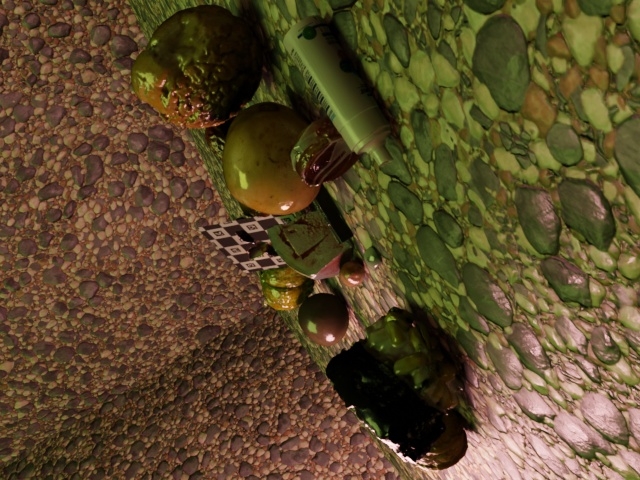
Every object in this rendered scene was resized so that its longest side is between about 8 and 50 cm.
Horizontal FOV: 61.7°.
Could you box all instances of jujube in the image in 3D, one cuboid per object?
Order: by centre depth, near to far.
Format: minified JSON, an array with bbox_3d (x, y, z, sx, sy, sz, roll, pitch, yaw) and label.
[{"bbox_3d":[-0.324,-0.359,1.986,0.236,0.168,0.168,52,165,13],"label":"jujube"}]

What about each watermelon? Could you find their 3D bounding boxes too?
[{"bbox_3d":[0.000,0.000,1.685,0.261,0.201,0.213,-2,-131,-56],"label":"watermelon"}]

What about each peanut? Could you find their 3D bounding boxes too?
[{"bbox_3d":[0.094,0.105,1.636,0.076,0.076,0.152,57,171,10],"label":"peanut"}]

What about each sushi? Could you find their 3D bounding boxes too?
[{"bbox_3d":[0.212,0.368,1.383,0.329,0.285,0.328,50,170,-30],"label":"sushi"},{"bbox_3d":[-0.195,-0.011,1.892,0.359,0.342,0.064,54,-149,-55],"label":"sushi"}]

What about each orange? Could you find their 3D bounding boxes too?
[{"bbox_3d":[-0.138,0.132,2.188,0.300,0.223,0.302,126,136,-61],"label":"orange"}]

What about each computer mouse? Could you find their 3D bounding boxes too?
[{"bbox_3d":[0.137,0.057,1.472,0.056,0.032,0.110,56,166,15],"label":"computer mouse"}]

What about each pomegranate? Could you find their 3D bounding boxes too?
[{"bbox_3d":[-0.121,-0.209,1.367,0.307,0.307,0.307,54,165,21],"label":"pomegranate"}]

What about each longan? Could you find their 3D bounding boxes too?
[{"bbox_3d":[0.012,0.298,2.071,0.220,0.196,0.197,42,158,47],"label":"longan"}]

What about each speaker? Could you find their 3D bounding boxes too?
[{"bbox_3d":[0.026,-0.081,1.555,0.191,0.046,0.040,59,165,2],"label":"speaker"}]

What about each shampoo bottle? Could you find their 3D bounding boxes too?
[{"bbox_3d":[0.044,-0.271,1.006,0.303,0.092,0.092,58,166,6],"label":"shampoo bottle"}]

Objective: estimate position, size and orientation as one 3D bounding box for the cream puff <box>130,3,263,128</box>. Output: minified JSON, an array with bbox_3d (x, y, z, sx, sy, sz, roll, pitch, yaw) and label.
[{"bbox_3d":[-0.296,-0.427,1.383,0.231,0.343,0.327,48,139,8],"label":"cream puff"}]

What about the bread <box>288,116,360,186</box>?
[{"bbox_3d":[0.011,-0.194,1.159,0.073,0.160,0.160,57,167,26],"label":"bread"}]

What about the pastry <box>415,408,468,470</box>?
[{"bbox_3d":[0.325,0.557,1.534,0.188,0.188,0.103,37,149,57],"label":"pastry"}]

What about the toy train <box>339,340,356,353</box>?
[{"bbox_3d":[0.194,0.479,1.890,0.296,0.160,0.101,48,153,31],"label":"toy train"}]

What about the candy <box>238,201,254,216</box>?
[{"bbox_3d":[-0.222,-0.205,1.837,0.260,0.117,0.260,-177,90,-87],"label":"candy"}]
